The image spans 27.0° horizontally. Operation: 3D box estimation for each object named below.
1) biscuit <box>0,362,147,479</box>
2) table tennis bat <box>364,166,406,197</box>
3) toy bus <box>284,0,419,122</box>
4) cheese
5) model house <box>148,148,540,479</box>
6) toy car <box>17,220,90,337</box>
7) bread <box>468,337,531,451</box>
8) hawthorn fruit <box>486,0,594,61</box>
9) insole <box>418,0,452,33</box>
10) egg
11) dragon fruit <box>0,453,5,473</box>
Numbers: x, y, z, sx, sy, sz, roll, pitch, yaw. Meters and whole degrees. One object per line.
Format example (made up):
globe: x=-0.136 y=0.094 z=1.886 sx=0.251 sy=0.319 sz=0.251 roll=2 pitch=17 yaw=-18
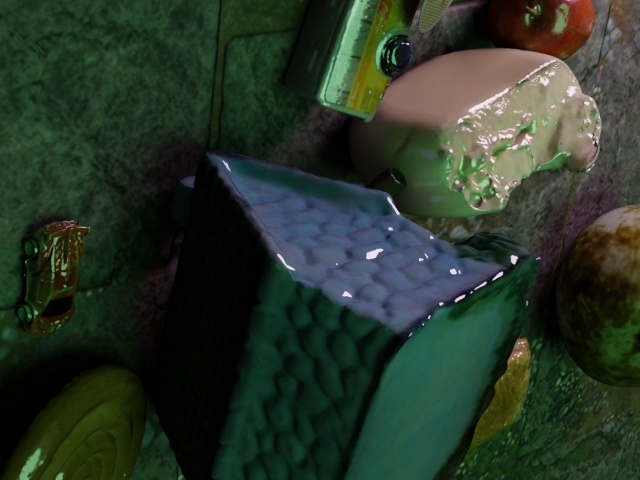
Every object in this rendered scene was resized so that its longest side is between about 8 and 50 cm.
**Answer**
biscuit: x=-0.246 y=0.241 z=1.312 sx=0.262 sy=0.037 sz=0.262 roll=-54 pitch=158 yaw=-34
table tennis bat: x=0.000 y=0.000 z=1.417 sx=0.131 sy=0.022 sz=0.234 roll=34 pitch=121 yaw=-31
toy bus: x=0.053 y=-0.262 z=1.373 sx=0.106 sy=0.092 sz=0.268 roll=12 pitch=104 yaw=-39
cheese: x=0.167 y=-0.119 z=1.471 sx=0.266 sy=0.233 sz=0.127 roll=-34 pitch=122 yaw=-33
model house: x=-0.025 y=0.109 z=1.338 sx=0.297 sy=0.339 sz=0.360 roll=-29 pitch=142 yaw=-50
toy car: x=-0.252 y=0.039 z=1.258 sx=0.059 sy=0.035 sz=0.122 roll=-13 pitch=119 yaw=-47
bread: x=0.204 y=0.201 z=1.790 sx=0.196 sy=0.102 sz=0.138 roll=-13 pitch=124 yaw=-44
hawthorn fruit: x=0.257 y=-0.257 z=1.552 sx=0.125 sy=0.140 sz=0.125 roll=-3 pitch=121 yaw=-5
insole: x=0.170 y=-0.332 z=1.428 sx=0.322 sy=0.007 sz=0.109 roll=-56 pitch=162 yaw=-36
egg: x=0.448 y=0.086 z=1.877 sx=0.238 sy=0.238 sz=0.289 roll=-22 pitch=138 yaw=-37
dragon fruit: x=-0.367 y=0.257 z=1.226 sx=0.190 sy=0.094 sz=0.094 roll=-38 pitch=135 yaw=-19
